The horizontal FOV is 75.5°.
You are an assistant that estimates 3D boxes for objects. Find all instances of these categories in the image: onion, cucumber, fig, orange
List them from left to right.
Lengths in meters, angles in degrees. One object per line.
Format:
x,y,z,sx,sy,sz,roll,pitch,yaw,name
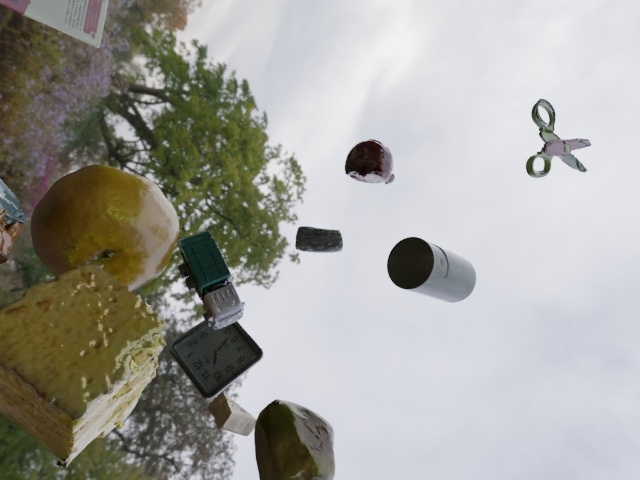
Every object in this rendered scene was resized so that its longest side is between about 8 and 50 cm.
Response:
-0.445,-0.024,0.874,0.279,0.279,0.235,-49,-146,14,orange
-0.050,0.358,0.715,0.154,0.166,0.144,-37,170,-23,fig
-0.002,0.000,0.973,0.064,0.111,0.064,4,90,-89,cucumber
0.182,-0.257,1.377,0.173,0.198,0.136,15,-87,47,onion

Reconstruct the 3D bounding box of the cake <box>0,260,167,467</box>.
-0.430,0.227,0.726,0.286,0.227,0.222,-56,175,37,cake

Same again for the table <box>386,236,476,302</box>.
0.275,0.077,1.012,0.126,0.220,0.127,-16,-114,41,table

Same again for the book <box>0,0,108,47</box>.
-0.587,-0.555,0.909,0.022,0.231,0.162,19,-83,32,book

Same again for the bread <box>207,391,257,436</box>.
-0.301,0.607,1.438,0.077,0.152,0.105,-48,-137,-3,bread

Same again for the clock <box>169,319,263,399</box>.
-0.402,0.434,1.609,0.278,0.049,0.273,-33,-114,-29,clock

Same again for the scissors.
0.426,-0.166,0.733,0.020,0.187,0.134,9,-88,59,scissors

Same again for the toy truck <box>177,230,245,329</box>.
-0.284,0.091,1.055,0.253,0.114,0.124,59,-26,19,toy truck

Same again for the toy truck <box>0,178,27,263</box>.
-0.575,-0.117,0.572,0.132,0.338,0.184,-18,-145,4,toy truck
